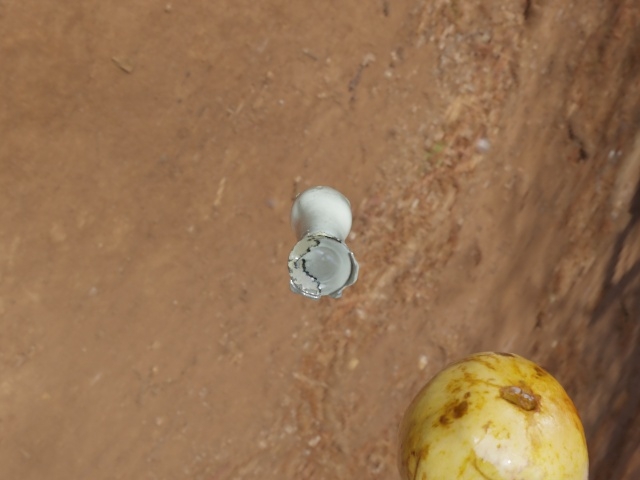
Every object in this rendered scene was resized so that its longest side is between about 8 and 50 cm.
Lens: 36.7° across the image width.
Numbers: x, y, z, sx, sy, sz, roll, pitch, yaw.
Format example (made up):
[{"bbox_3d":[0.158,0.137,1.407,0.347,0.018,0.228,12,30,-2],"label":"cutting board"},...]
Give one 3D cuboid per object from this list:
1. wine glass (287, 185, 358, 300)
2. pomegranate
[{"bbox_3d":[0.000,0.000,0.975,0.155,0.072,0.072,-91,-156,-69],"label":"wine glass"},{"bbox_3d":[0.189,0.238,1.070,0.215,0.215,0.215,-46,156,-27],"label":"pomegranate"}]
